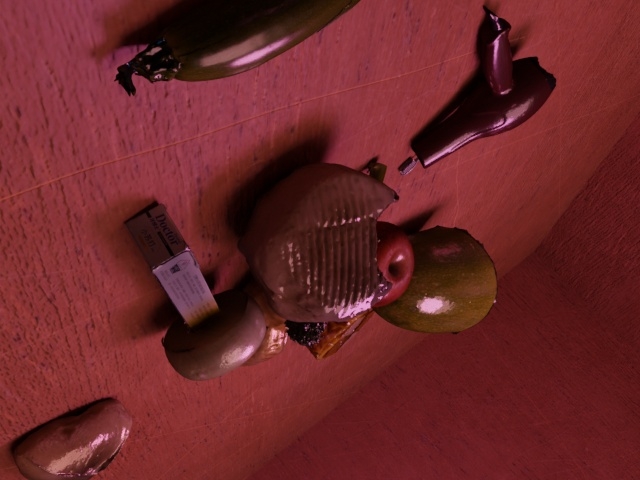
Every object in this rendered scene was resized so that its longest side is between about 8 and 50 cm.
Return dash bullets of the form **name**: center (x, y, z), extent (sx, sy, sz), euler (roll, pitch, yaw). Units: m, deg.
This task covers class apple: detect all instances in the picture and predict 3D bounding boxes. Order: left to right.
- **apple**: center (0.110, 0.052, 1.590), extent (0.201, 0.162, 0.201), euler (-9, 103, -44)

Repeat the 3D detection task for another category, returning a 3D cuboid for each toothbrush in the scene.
- **toothbrush**: center (0.270, -0.238, 1.496), extent (0.276, 0.019, 0.025), euler (-44, 153, 7)

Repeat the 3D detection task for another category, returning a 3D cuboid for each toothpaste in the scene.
- **toothpaste**: center (-0.221, 0.054, 1.087), extent (0.071, 0.089, 0.313), euler (-30, 160, -11)

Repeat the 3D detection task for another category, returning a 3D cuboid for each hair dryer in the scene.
- **hair dryer**: center (0.295, -0.301, 1.332), extent (0.312, 0.123, 0.340), euler (-32, 150, 3)

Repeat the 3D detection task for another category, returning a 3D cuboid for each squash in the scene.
- **squash**: center (-0.067, -0.238, 0.755), extent (0.331, 0.087, 0.087), euler (-33, 159, -20)
- **squash**: center (0.266, 0.123, 1.850), extent (0.309, 0.310, 0.310), euler (-9, 143, -52)

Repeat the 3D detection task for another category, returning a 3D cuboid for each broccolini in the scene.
- **broccolini**: center (0.030, 0.017, 1.330), extent (0.079, 0.074, 0.392), euler (-20, -135, 61)

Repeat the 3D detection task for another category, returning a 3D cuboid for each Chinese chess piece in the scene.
- **Chinese chess piece**: center (-0.189, 0.170, 1.265), extent (0.188, 0.188, 0.083), euler (-35, 116, -17)

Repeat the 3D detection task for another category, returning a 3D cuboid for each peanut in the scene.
- **peanut**: center (-0.105, 0.148, 1.417), extent (0.305, 0.147, 0.147), euler (-52, 158, 26)

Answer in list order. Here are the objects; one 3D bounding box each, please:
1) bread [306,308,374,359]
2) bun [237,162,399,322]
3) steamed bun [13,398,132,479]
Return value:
- **bread**: center (0.056, 0.234, 1.997), extent (0.222, 0.096, 0.181), euler (-50, 162, 23)
- **bun**: center (-0.013, 0.004, 1.186), extent (0.281, 0.281, 0.205), euler (-33, -161, -22)
- **steamed bun**: center (-0.460, 0.403, 1.355), extent (0.212, 0.110, 0.231), euler (-36, 163, -17)
